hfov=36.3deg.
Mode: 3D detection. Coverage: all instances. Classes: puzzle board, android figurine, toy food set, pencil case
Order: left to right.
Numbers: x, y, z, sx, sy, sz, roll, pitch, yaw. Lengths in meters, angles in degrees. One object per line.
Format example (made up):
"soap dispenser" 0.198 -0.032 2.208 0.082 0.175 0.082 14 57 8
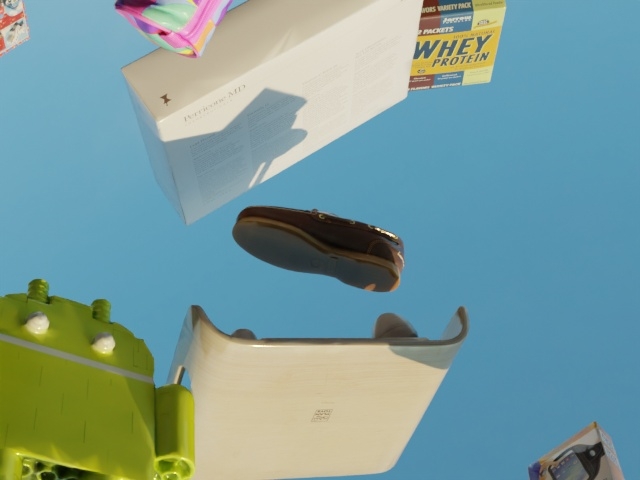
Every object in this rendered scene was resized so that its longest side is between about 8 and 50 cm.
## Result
"puzzle board" -0.344 -0.236 1.016 0.011 0.096 0.128 8 -147 14
"android figurine" -0.223 0.134 0.830 0.056 0.248 0.273 -56 -156 29
"pencil case" -0.099 -0.290 0.923 0.104 0.104 0.236 32 -88 39
"toy food set" -0.011 0.151 1.036 0.306 0.220 0.092 3 -139 -23

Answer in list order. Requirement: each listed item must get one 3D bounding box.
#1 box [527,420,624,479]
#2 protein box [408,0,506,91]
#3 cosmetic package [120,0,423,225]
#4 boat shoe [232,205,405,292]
"box" 0.226 0.221 0.859 0.081 0.028 0.136 -40 -172 17
"protein box" 0.176 -0.356 1.419 0.136 0.201 0.200 -7 -110 1
"cosmetic package" -0.050 -0.201 1.254 0.377 0.284 0.097 -31 -107 -14
"boat shoe" 0.000 0.000 1.155 0.207 0.073 0.073 19 -131 -8
